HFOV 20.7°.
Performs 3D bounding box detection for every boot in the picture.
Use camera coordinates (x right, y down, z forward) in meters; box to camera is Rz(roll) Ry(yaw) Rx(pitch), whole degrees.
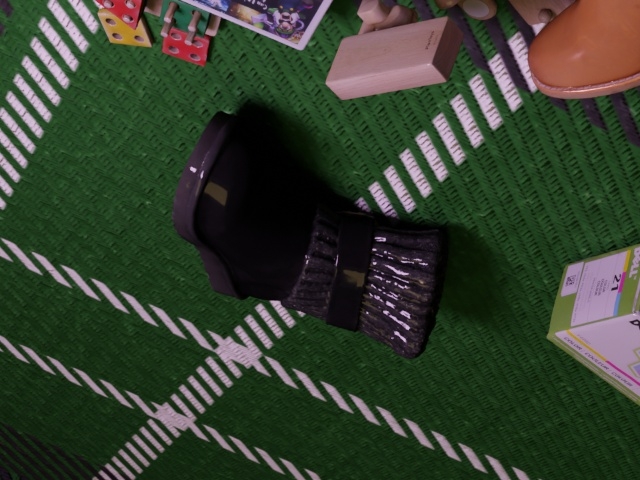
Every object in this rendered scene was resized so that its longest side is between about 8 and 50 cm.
[{"bbox_3d":[0.002,-0.003,1.853,0.260,0.131,0.348,18,163,15],"label":"boot"},{"bbox_3d":[0.222,-0.227,1.348,0.220,0.109,0.283,32,144,-34],"label":"boot"}]

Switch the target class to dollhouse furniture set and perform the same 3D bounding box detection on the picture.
[{"bbox_3d":[0.115,-0.167,1.492,0.144,0.151,0.123,-6,143,41],"label":"dollhouse furniture set"}]

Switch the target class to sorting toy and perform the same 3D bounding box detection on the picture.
[{"bbox_3d":[-0.155,-0.235,1.640,0.132,0.046,0.274,20,152,-3],"label":"sorting toy"}]

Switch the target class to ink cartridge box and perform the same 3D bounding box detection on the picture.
[{"bbox_3d":[0.393,0.081,1.811,0.189,0.097,0.255,35,148,-26],"label":"ink cartridge box"}]

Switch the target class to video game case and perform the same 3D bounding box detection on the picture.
[{"bbox_3d":[-0.067,-0.261,1.519,0.190,0.022,0.173,21,137,-12],"label":"video game case"}]
